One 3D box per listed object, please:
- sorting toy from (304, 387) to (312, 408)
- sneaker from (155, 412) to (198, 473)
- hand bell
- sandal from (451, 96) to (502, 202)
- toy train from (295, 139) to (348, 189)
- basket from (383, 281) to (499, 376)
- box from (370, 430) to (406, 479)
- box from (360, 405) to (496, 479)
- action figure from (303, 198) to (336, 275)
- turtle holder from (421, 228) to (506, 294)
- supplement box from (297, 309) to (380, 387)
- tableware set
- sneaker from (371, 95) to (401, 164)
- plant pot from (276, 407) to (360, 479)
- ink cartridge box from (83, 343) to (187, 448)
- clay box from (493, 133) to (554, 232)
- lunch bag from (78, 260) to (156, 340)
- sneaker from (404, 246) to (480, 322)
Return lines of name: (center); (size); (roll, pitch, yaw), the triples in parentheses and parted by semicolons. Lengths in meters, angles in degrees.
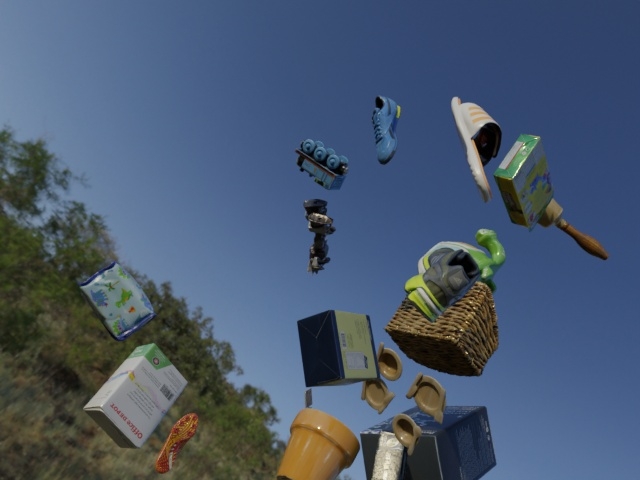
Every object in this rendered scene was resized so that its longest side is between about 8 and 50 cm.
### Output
sorting toy: (-0.042, 0.550, 1.716); (0.012, 0.083, 0.062); (-4, -3, 19)
sneaker: (-0.409, 0.565, 1.417); (0.064, 0.175, 0.067); (39, -25, -8)
hand bell: (0.638, -0.030, 1.306); (0.242, 0.126, 0.126); (41, -27, 10)
sandal: (0.312, -0.179, 0.960); (0.076, 0.265, 0.102); (-17, -41, 17)
toy train: (0.001, -0.229, 1.509); (0.184, 0.080, 0.105); (36, -69, 24)
basket: (0.390, 0.262, 1.528); (0.213, 0.223, 0.299); (50, -28, -23)
box: (0.201, 0.661, 1.450); (0.078, 0.147, 0.180); (5, -43, 16)
box: (0.374, 0.716, 1.728); (0.294, 0.395, 0.211); (-15, -100, 39)
action figure: (0.000, 0.000, 1.655); (0.099, 0.185, 0.285); (0, -39, 4)
turtle holder: (0.488, 0.099, 1.758); (0.227, 0.243, 0.320); (48, -65, 32)
supplement box: (0.023, 0.136, 0.627); (0.056, 0.083, 0.083); (-24, -26, 34)
tableware set: (0.130, 0.257, 0.835); (0.169, 0.020, 0.141); (38, -57, 38)
sneaker: (0.165, -0.302, 1.370); (0.082, 0.209, 0.069); (24, -29, -29)
plant pot: (-0.020, 0.610, 1.405); (0.205, 0.188, 0.205); (20, -43, 20)
ink cartridge box: (-0.611, 0.519, 1.688); (0.117, 0.278, 0.201); (-17, -64, 35)
clay box: (0.484, -0.127, 1.186); (0.053, 0.127, 0.222); (26, -16, 43)
lunch bag: (-0.383, 0.118, 0.962); (0.128, 0.096, 0.151); (56, -16, -2)
sneaker: (0.267, 0.070, 1.025); (0.121, 0.300, 0.111); (-36, -89, 24)
